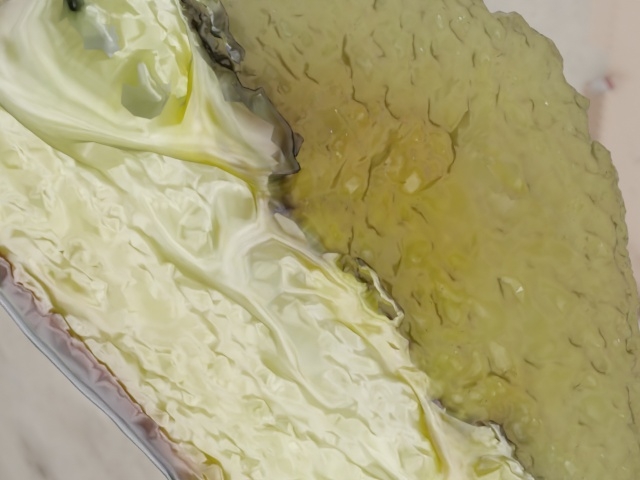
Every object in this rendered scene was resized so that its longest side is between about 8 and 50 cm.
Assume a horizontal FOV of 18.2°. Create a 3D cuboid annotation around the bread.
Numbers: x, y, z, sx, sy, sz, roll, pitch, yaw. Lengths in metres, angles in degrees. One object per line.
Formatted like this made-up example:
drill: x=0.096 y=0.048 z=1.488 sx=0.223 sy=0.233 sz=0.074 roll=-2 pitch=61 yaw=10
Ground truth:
bread: x=0.000 y=-0.009 z=0.601 sx=0.251 sy=0.133 sz=0.174 roll=48 pitch=146 yaw=-12
